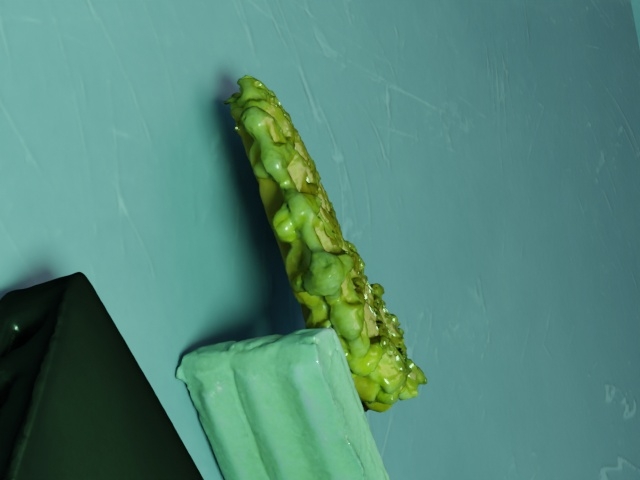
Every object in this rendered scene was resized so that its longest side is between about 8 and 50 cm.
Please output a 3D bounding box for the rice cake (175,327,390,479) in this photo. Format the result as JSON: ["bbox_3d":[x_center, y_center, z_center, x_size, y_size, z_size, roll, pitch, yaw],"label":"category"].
[{"bbox_3d":[-0.006,0.166,0.966,0.043,0.127,0.237,-51,126,-50],"label":"rice cake"}]

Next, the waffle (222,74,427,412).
[{"bbox_3d":[0.000,0.000,1.021,0.243,0.058,0.238,62,7,-52],"label":"waffle"}]

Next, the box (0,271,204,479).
[{"bbox_3d":[-0.111,0.196,0.746,0.290,0.073,0.289,-86,156,-56],"label":"box"}]
